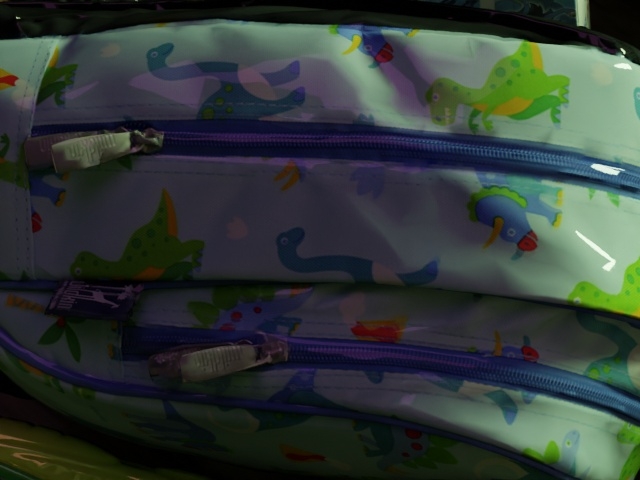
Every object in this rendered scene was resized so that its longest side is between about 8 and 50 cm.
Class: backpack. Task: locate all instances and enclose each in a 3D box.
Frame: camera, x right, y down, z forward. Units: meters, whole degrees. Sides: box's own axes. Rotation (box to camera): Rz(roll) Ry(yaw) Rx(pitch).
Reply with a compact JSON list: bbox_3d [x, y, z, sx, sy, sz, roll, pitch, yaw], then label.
[{"bbox_3d":[0.000,0.000,0.890,0.355,0.290,0.273,-12,72,11],"label":"backpack"}]

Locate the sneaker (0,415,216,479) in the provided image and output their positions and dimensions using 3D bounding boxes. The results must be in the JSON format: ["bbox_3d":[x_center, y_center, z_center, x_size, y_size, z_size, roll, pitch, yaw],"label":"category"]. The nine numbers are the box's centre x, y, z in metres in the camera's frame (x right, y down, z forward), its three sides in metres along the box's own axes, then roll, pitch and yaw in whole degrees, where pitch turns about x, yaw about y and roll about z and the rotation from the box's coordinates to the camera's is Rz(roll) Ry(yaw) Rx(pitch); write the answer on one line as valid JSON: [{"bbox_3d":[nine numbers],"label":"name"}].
[{"bbox_3d":[-0.071,0.165,0.891,0.295,0.109,0.123,13,75,20],"label":"sneaker"}]

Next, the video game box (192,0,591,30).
[{"bbox_3d":[0.038,-0.091,1.023,0.205,0.187,0.048,3,50,13],"label":"video game box"}]

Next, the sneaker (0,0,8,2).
[{"bbox_3d":[-0.151,-0.108,1.140,0.081,0.094,0.208,-39,51,-20],"label":"sneaker"}]

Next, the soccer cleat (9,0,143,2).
[{"bbox_3d":[-0.091,-0.188,1.134,0.318,0.108,0.116,-5,22,-33],"label":"soccer cleat"}]
